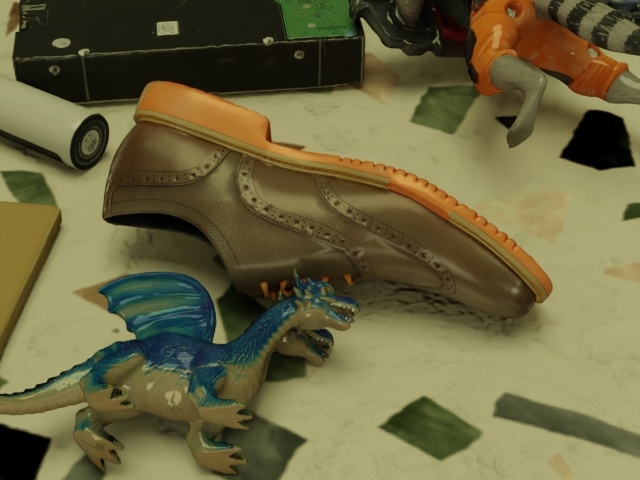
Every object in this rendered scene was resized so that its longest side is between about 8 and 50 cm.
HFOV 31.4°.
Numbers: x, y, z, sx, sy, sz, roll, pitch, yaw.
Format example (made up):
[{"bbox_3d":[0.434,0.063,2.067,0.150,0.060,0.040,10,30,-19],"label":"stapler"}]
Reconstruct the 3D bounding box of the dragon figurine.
[{"bbox_3d":[-0.117,0.081,0.804,0.289,0.085,0.144,3,40,-4],"label":"dragon figurine"}]

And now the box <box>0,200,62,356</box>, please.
[{"bbox_3d":[-0.314,0.037,0.903,0.164,0.021,0.201,5,43,6],"label":"box"}]

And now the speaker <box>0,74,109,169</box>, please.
[{"bbox_3d":[-0.263,-0.112,1.045,0.136,0.055,0.055,23,46,22],"label":"speaker"}]

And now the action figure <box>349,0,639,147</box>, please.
[{"bbox_3d":[0.223,-0.230,1.079,0.341,0.178,0.330,-10,54,-25],"label":"action figure"}]

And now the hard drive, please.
[{"bbox_3d":[-0.136,-0.236,1.178,0.339,0.064,0.237,-6,42,-6],"label":"hard drive"}]

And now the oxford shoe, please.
[{"bbox_3d":[0.000,0.000,0.903,0.363,0.130,0.133,22,78,13],"label":"oxford shoe"}]
